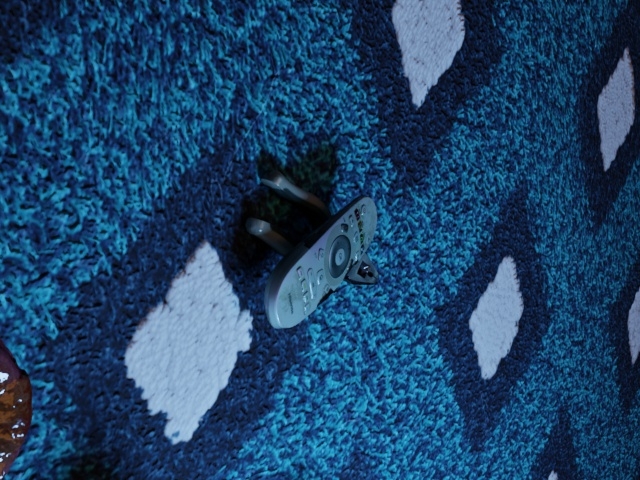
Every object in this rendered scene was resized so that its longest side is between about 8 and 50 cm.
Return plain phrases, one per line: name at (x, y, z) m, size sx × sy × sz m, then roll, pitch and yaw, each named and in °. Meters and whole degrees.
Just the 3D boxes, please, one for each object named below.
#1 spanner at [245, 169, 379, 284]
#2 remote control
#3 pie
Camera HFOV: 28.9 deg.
spanner at (0.000, 0.000, 1.657) m, size 0.325 × 0.040 × 0.096 m, roll 36°, pitch 72°, yaw -55°
remote control at (0.001, 0.026, 1.595) m, size 0.256 × 0.045 × 0.097 m, roll -41°, pitch 134°, yaw -43°
pie at (-0.340, 0.164, 1.137) m, size 0.182 × 0.049 × 0.182 m, roll -16°, pitch 109°, yaw -53°
